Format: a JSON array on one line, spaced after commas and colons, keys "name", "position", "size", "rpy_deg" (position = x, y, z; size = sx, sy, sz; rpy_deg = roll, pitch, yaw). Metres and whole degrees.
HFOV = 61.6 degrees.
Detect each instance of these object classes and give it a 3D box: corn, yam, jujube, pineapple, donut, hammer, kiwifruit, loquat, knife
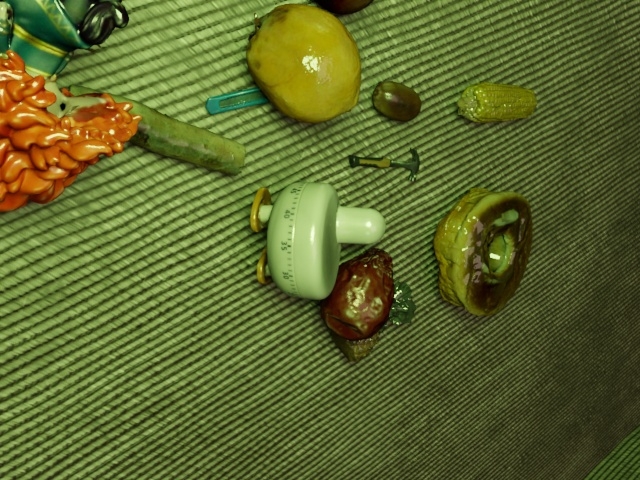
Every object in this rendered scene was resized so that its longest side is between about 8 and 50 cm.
[{"name": "corn", "position": [0.430, -0.332, 1.296], "size": [0.261, 0.097, 0.097], "rpy_deg": [-9, 112, -32]}, {"name": "yam", "position": [-0.267, -0.181, 0.911], "size": [0.317, 0.067, 0.071], "rpy_deg": [15, 69, -35]}, {"name": "jujube", "position": [0.094, 0.109, 1.183], "size": [0.236, 0.168, 0.168], "rpy_deg": [-53, 134, -45]}, {"name": "pineapple", "position": [0.135, 0.187, 1.298], "size": [0.237, 0.111, 0.119], "rpy_deg": [-35, 151, -25]}, {"name": "donut", "position": [0.413, 0.022, 1.395], "size": [0.330, 0.159, 0.330], "rpy_deg": [-14, 111, -41]}, {"name": "hammer", "position": [0.149, -0.178, 1.215], "size": [0.200, 0.021, 0.078], "rpy_deg": [0, 107, -34]}, {"name": "kiwifruit", "position": [0.165, -0.297, 1.152], "size": [0.124, 0.075, 0.075], "rpy_deg": [12, 101, -40]}, {"name": "loquat", "position": [-0.029, -0.312, 0.942], "size": [0.234, 0.176, 0.187], "rpy_deg": [41, 50, -11]}, {"name": "knife", "position": [-0.079, -0.281, 1.024], "size": [0.296, 0.026, 0.044], "rpy_deg": [-21, 130, -26]}]

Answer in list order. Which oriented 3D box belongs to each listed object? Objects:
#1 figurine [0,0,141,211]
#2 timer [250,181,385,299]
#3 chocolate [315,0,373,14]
[{"name": "figurine", "position": [-0.385, -0.238, 0.693], "size": [0.306, 0.241, 0.412], "rpy_deg": [9, 97, 5]}, {"name": "timer", "position": [0.000, 0.000, 1.048], "size": [0.239, 0.233, 0.234], "rpy_deg": [3, 112, 12]}, {"name": "chocolate", "position": [0.056, -0.497, 0.952], "size": [0.176, 0.176, 0.177], "rpy_deg": [-12, 114, -29]}]
